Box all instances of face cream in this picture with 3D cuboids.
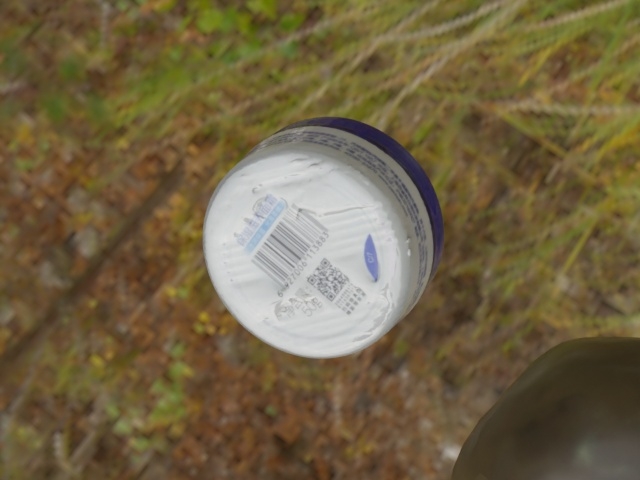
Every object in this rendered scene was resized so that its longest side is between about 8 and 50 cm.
[{"bbox_3d":[0.000,0.000,1.715,0.206,0.111,0.206,8,113,19],"label":"face cream"}]

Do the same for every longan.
[{"bbox_3d":[0.303,0.271,1.793,0.404,0.336,0.404,33,149,23],"label":"longan"}]
